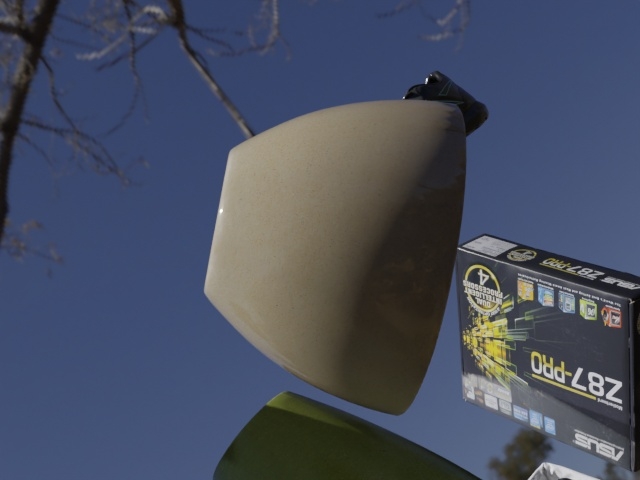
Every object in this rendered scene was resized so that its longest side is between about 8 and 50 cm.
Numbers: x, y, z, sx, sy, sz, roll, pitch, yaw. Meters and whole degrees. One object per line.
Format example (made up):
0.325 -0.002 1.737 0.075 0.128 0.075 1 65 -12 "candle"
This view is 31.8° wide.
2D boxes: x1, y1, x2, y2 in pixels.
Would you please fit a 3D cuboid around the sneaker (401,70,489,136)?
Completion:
0.128 -0.147 1.556 0.101 0.106 0.267 -35 4 46 "sneaker"

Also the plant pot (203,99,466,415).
0.000 0.000 1.004 0.190 0.284 0.284 11 -39 -5 "plant pot"

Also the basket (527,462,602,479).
0.427 0.467 1.897 0.113 0.167 0.103 -41 -55 -32 "basket"

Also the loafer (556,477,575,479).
0.412 0.421 1.669 0.062 0.170 0.061 -58 -18 22 "loafer"

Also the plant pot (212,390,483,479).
0.030 0.315 1.261 0.275 0.293 0.275 -47 -16 -18 "plant pot"

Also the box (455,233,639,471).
0.407 0.183 1.949 0.097 0.394 0.318 -23 -63 -34 "box"
